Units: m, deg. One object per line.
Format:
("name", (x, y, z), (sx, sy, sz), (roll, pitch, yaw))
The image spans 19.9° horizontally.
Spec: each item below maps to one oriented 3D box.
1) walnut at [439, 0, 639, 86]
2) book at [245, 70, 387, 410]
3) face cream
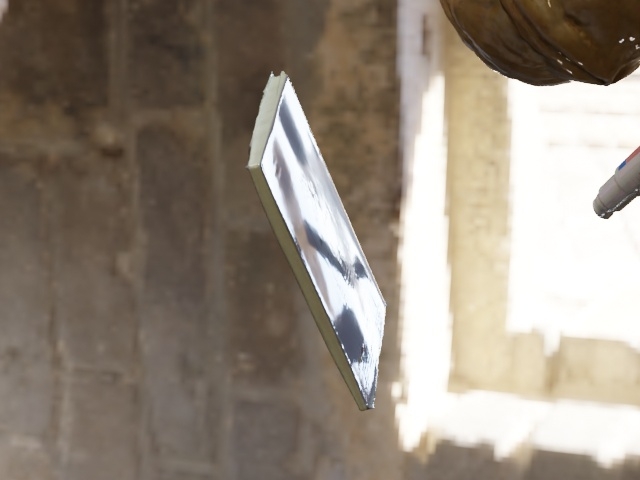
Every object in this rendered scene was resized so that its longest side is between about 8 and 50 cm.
("walnut", (0.249, -0.306, 1.893), (0.252, 0.277, 0.313), (47, 25, -76))
("book", (0.000, 0.000, 1.118), (0.127, 0.014, 0.182), (-79, 148, -59))
("face cream", (0.274, -0.061, 1.547), (0.130, 0.034, 0.034), (-49, -172, 43))
